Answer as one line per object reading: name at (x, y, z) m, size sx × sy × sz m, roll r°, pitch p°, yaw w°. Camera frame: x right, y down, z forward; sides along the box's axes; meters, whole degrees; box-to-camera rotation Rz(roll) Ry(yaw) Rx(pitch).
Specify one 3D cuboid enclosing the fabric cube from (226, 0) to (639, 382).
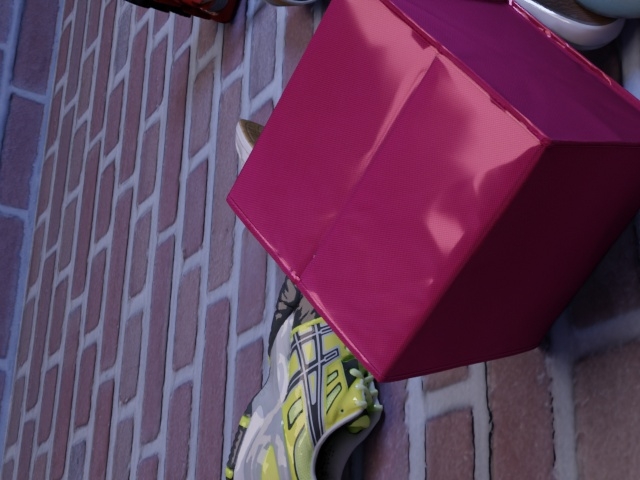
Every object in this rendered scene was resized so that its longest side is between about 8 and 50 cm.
fabric cube at (0.117, -0.063, 0.994) m, size 0.259 × 0.254 × 0.258 m, roll 48°, pitch 123°, yaw 30°

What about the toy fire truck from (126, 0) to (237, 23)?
toy fire truck at (-0.189, -0.452, 1.929) m, size 0.246 × 0.217 × 0.158 m, roll 26°, pitch 103°, yaw 19°

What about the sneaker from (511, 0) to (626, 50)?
sneaker at (0.221, -0.249, 1.170) m, size 0.290 × 0.106 × 0.123 m, roll 49°, pitch 156°, yaw 48°

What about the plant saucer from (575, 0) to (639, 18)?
plant saucer at (0.326, -0.353, 0.990) m, size 0.317 × 0.044 × 0.317 m, roll -34°, pitch 43°, yaw 39°

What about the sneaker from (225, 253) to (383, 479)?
sneaker at (0.018, 0.155, 1.318) m, size 0.147 × 0.145 × 0.384 m, roll 13°, pitch 86°, yaw 31°

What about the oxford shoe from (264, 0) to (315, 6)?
oxford shoe at (0.011, -0.537, 1.587) m, size 0.130 × 0.169 × 0.449 m, roll -116°, pitch 40°, yaw -54°

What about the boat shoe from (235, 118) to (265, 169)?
boat shoe at (-0.077, -0.083, 1.599) m, size 0.096 × 0.098 × 0.277 m, roll -61°, pitch 32°, yaw 23°
